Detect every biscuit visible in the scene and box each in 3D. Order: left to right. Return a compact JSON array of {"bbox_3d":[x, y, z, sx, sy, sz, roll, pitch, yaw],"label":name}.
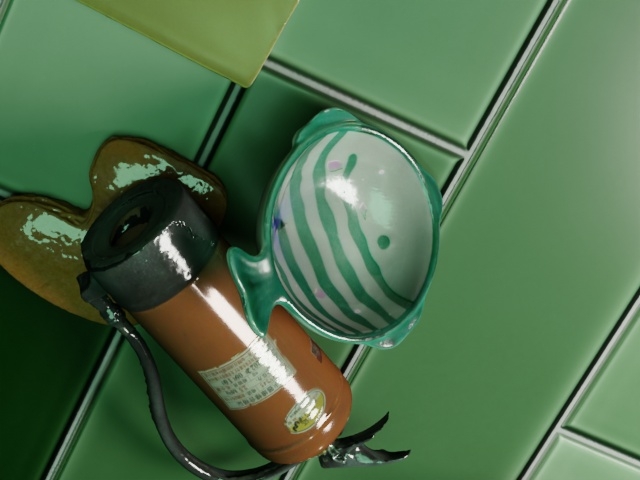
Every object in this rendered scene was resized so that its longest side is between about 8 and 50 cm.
[{"bbox_3d":[-0.203,-0.015,1.337,0.186,0.036,0.192,31,109,-12],"label":"biscuit"}]

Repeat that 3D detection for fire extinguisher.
[{"bbox_3d":[-0.090,0.114,1.355,0.200,0.113,0.376,-15,128,37],"label":"fire extinguisher"}]

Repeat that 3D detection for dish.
[{"bbox_3d":[0.000,0.000,1.288,0.246,0.078,0.224,-27,105,-36],"label":"dish"}]

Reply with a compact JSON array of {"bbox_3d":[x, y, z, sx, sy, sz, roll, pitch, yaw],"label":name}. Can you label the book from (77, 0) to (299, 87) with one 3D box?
[{"bbox_3d":[-0.161,-0.306,1.206,0.352,0.035,0.239,27,112,-12],"label":"book"}]
